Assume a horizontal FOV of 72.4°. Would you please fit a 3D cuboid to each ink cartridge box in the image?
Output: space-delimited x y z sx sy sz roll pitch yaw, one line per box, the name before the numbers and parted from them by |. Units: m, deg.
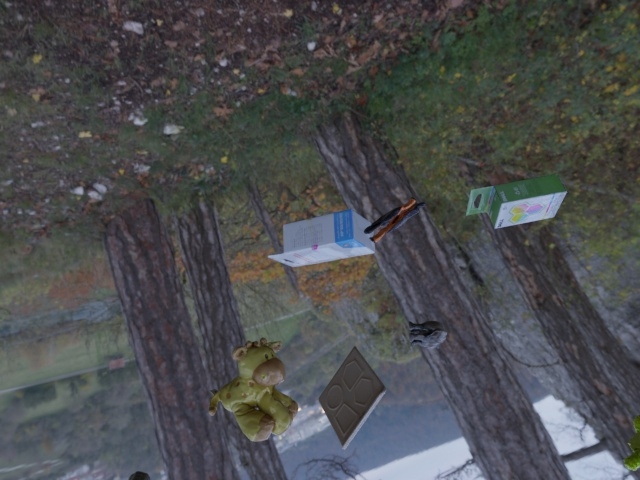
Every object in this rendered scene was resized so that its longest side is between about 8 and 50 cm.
ink cartridge box | 0.000 0.000 0.832 0.181 0.061 0.104 -12 160 26
ink cartridge box | 0.482 -0.091 1.090 0.209 0.062 0.109 -10 147 4

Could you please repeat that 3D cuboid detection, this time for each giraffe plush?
giraffe plush | -0.139 0.314 0.989 0.181 0.210 0.170 -21 131 -76

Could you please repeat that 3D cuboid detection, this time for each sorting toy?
sorting toy | 0.084 0.413 1.167 0.038 0.208 0.193 29 98 -25

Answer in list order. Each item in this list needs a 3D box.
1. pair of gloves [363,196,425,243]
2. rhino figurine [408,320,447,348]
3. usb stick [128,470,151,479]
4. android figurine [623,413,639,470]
pair of gloves | 0.085 -0.026 0.514 0.074 0.010 0.083 -36 -172 5
rhino figurine | 0.322 0.288 1.312 0.106 0.073 0.243 -4 160 12
usb stick | -0.308 0.450 0.699 0.045 0.077 0.278 -8 173 -16
android figurine | 0.605 0.288 0.688 0.273 0.056 0.248 -28 160 -9
